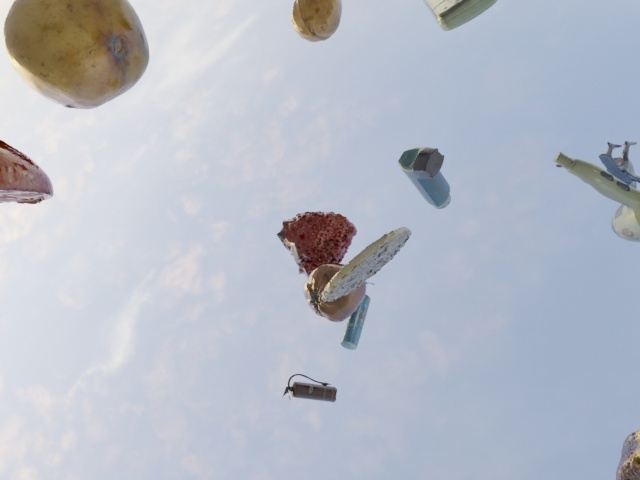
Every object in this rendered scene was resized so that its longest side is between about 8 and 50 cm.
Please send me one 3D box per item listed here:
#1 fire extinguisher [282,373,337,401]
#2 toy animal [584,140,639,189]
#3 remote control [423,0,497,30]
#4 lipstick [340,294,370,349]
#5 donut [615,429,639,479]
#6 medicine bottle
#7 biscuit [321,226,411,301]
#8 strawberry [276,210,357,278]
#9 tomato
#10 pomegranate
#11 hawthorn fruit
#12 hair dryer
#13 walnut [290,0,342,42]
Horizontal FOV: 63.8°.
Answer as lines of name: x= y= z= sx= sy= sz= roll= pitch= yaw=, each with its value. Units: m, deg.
fire extinguisher: x=-0.033 y=0.411 z=1.424 sx=0.157 sy=0.045 sz=0.078 roll=13 pitch=-133 yaw=-19
toy animal: x=0.810 y=-0.178 z=1.376 sx=0.239 sy=0.255 sz=0.177 roll=0 pitch=-86 yaw=52
remote control: x=0.229 y=-0.415 z=0.868 sx=0.098 sy=0.038 sz=0.234 roll=-26 pitch=-149 yaw=19
lipstick: x=0.099 y=0.222 z=1.423 sx=0.048 sy=0.048 sz=0.158 roll=3 pitch=-128 yaw=24
donut: x=0.415 y=0.290 z=0.595 sx=0.140 sy=0.141 sz=0.059 roll=32 pitch=-136 yaw=32
medicine bottle: x=0.307 y=-0.170 z=1.436 sx=0.124 sy=0.258 sz=0.079 roll=21 pitch=-103 yaw=39
biscuit: x=0.061 y=0.032 z=0.688 sx=0.152 sy=0.152 sz=0.020 roll=-39 pitch=-104 yaw=1
strawberry: x=0.000 y=0.000 z=1.381 sx=0.201 sy=0.184 sz=0.187 roll=-29 pitch=-121 yaw=10
tomato: x=-0.378 y=-0.079 z=0.567 sx=0.155 sy=0.155 sz=0.070 roll=0 pitch=-90 yaw=23
pomegranate: x=-0.470 y=-0.385 z=1.002 sx=0.260 sy=0.260 sz=0.261 roll=-10 pitch=-119 yaw=18
hawthorn fruit: x=0.040 y=0.108 z=1.241 sx=0.149 sy=0.149 sz=0.189 roll=7 pitch=-145 yaw=26
hair dryer: x=0.661 y=-0.099 z=1.004 sx=0.296 sy=0.298 sz=0.119 roll=-5 pitch=-126 yaw=62
walnut: x=-0.010 y=-0.699 z=1.564 sx=0.159 sy=0.159 sz=0.207 roll=-7 pitch=-125 yaw=20
